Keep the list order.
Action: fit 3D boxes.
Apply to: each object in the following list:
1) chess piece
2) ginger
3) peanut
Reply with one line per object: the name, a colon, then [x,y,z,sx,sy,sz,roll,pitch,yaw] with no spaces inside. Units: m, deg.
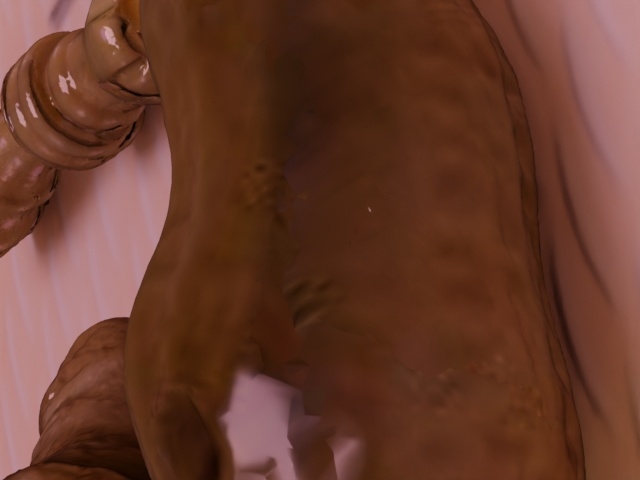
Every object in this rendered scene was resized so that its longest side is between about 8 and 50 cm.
chess piece: [-0.089,-0.046,0.671,0.172,0.060,0.060,-32,62,43]
ginger: [-0.057,0.081,0.563,0.068,0.190,0.095,-18,100,12]
peanut: [0.000,0.000,0.505,0.120,0.110,0.236,-46,51,52]
